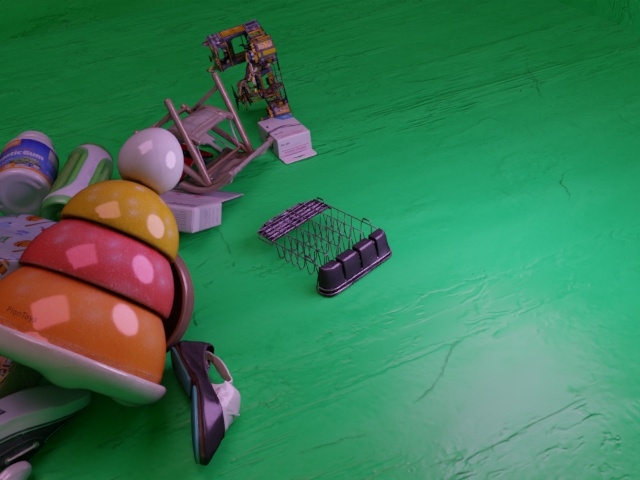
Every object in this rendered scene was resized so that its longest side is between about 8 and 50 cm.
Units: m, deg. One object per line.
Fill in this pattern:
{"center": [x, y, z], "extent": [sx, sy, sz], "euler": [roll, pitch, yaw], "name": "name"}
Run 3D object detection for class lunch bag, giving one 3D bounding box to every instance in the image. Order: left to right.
{"center": [-0.630, 0.032, 1.397], "extent": [0.304, 0.114, 0.243], "euler": [14, 18, 28], "name": "lunch bag"}

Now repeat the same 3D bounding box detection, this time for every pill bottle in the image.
{"center": [-0.787, -0.187, 1.848], "extent": [0.152, 0.152, 0.272], "euler": [-12, 37, -7], "name": "pill bottle"}

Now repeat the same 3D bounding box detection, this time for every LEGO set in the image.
{"center": [-0.224, -0.479, 2.034], "extent": [0.192, 0.331, 0.254], "euler": [-21, 51, -7], "name": "LEGO set"}

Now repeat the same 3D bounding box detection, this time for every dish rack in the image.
{"center": [0.000, 0.000, 1.548], "extent": [0.208, 0.074, 0.272], "euler": [-32, 41, -32], "name": "dish rack"}

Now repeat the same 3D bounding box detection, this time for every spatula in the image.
{"center": [-0.352, -0.244, 1.976], "extent": [0.168, 0.019, 0.242], "euler": [-28, 45, -28], "name": "spatula"}

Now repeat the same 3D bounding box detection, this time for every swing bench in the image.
{"center": [-0.297, -0.266, 1.802], "extent": [0.165, 0.254, 0.253], "euler": [-35, 10, 34], "name": "swing bench"}

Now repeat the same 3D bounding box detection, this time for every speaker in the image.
{"center": [-0.623, -0.136, 1.775], "extent": [0.131, 0.131, 0.296], "euler": [-4, 36, 3], "name": "speaker"}

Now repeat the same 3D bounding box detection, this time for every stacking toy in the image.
{"center": [-0.355, 0.018, 1.202], "extent": [0.351, 0.350, 0.479], "euler": [14, 73, 26], "name": "stacking toy"}

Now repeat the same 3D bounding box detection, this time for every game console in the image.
{"center": [-0.394, -0.219, 1.924], "extent": [0.144, 0.085, 0.124], "euler": [21, 17, 28], "name": "game console"}

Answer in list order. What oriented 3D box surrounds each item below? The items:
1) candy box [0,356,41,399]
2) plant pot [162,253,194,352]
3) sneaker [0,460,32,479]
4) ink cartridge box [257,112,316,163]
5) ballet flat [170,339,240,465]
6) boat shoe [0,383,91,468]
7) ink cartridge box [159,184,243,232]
{"center": [-0.625, 0.215, 1.333], "extent": [0.183, 0.087, 0.316], "euler": [2, 37, 11], "name": "candy box"}
{"center": [-0.332, 0.118, 1.363], "extent": [0.238, 0.237, 0.110], "euler": [16, 1, 27], "name": "plant pot"}
{"center": [-0.503, 0.418, 1.078], "extent": [0.061, 0.053, 0.152], "euler": [21, 50, 19], "name": "sneaker"}
{"center": [-0.095, -0.293, 1.962], "extent": [0.104, 0.060, 0.180], "euler": [-21, 39, -19], "name": "ink cartridge box"}
{"center": [-0.195, 0.266, 1.201], "extent": [0.096, 0.095, 0.280], "euler": [-5, 35, -19], "name": "ballet flat"}
{"center": [-0.518, 0.331, 1.154], "extent": [0.108, 0.102, 0.301], "euler": [9, 17, 31], "name": "boat shoe"}
{"center": [-0.381, -0.088, 1.727], "extent": [0.297, 0.066, 0.261], "euler": [9, 14, 19], "name": "ink cartridge box"}
